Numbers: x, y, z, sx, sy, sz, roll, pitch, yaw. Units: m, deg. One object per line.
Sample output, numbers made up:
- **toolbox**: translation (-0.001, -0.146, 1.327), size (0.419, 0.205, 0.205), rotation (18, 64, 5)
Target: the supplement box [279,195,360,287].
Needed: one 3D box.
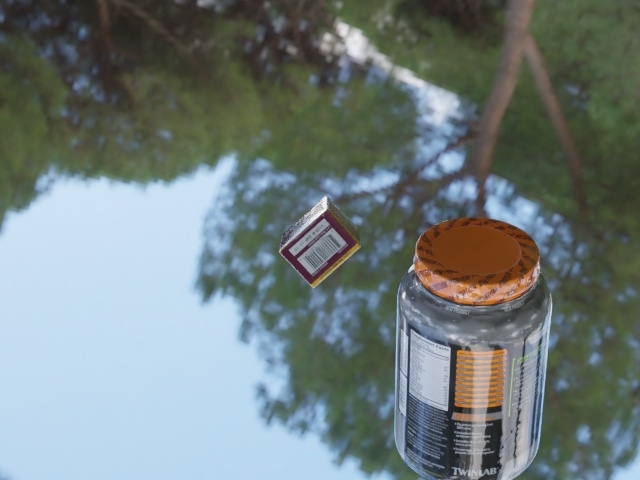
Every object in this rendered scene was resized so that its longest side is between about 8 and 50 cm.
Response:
- **supplement box**: translation (0.000, 0.000, 1.295), size (0.043, 0.055, 0.083), rotation (47, -174, -7)

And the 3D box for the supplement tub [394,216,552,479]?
- **supplement tub**: translation (0.115, 0.085, 1.196), size (0.117, 0.190, 0.117), rotation (0, -147, 0)
